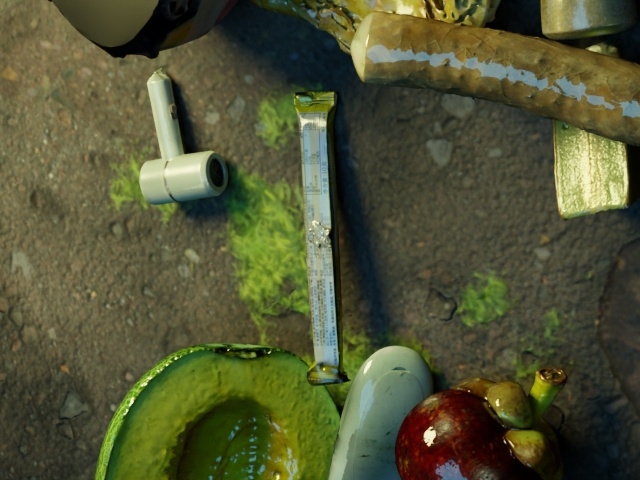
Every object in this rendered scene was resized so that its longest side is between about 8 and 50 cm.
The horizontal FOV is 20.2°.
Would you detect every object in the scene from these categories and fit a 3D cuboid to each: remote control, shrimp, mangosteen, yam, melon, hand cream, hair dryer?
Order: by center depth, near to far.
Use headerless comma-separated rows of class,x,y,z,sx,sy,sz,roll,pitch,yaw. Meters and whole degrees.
yam,0.196,-0.134,1.544,0.356,0.081,0.081,13,112,13
hand cream,0.221,-0.276,1.549,0.084,0.084,0.203,-5,96,30
mangosteen,0.163,0.199,1.712,0.156,0.181,0.146,50,167,25
shrimp,-0.023,-0.250,1.715,0.127,0.025,0.091,35,118,18
remote control,0.058,0.226,1.792,0.097,0.045,0.256,5,110,-12
hair dryer,-0.147,-0.108,1.822,0.082,0.047,0.137,-9,95,30
melon,-0.103,0.180,1.827,0.129,0.265,0.169,-157,73,-70

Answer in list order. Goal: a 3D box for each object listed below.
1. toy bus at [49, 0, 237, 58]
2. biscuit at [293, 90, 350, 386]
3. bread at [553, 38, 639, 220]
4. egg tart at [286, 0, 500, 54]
toy bus,-0.113,-0.356,1.645,0.171,0.162,0.386,36,120,26
biscuit,0.000,0.000,1.761,0.048,0.026,0.292,0,96,20
bread,0.239,-0.099,1.586,0.074,0.084,0.139,-10,100,32
egg tart,0.064,-0.268,1.622,0.252,0.098,0.232,9,125,29
